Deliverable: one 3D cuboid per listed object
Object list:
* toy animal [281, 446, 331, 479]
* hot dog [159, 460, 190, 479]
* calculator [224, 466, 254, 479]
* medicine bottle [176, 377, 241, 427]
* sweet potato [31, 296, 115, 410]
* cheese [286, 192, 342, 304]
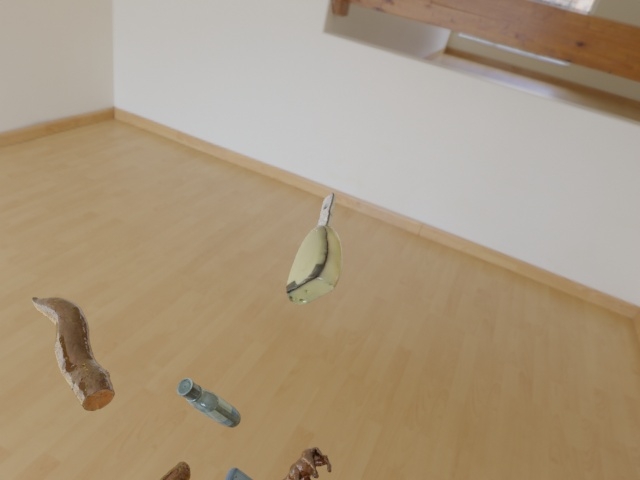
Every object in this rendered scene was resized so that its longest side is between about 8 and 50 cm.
[{"bbox_3d":[-0.076,0.704,1.380,0.066,0.224,0.230,39,-16,-20],"label":"toy animal"},{"bbox_3d":[-0.478,0.765,1.381,0.061,0.087,0.286,7,20,22],"label":"hot dog"},{"bbox_3d":[-0.254,0.816,1.503,0.039,0.210,0.121,-11,41,26],"label":"calculator"},{"bbox_3d":[-0.271,0.393,1.133,0.090,0.208,0.053,11,58,32],"label":"medicine bottle"},{"bbox_3d":[-0.414,0.167,0.785,0.059,0.067,0.281,24,16,-51],"label":"sweet potato"},{"bbox_3d":[0.000,0.000,0.900,0.054,0.127,0.251,35,45,-24],"label":"cheese"}]
